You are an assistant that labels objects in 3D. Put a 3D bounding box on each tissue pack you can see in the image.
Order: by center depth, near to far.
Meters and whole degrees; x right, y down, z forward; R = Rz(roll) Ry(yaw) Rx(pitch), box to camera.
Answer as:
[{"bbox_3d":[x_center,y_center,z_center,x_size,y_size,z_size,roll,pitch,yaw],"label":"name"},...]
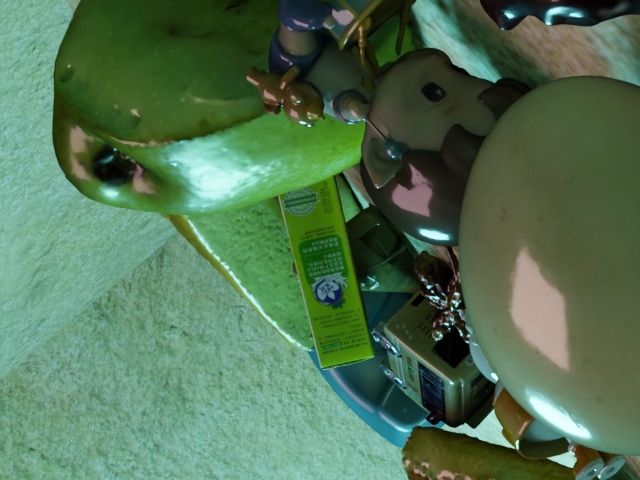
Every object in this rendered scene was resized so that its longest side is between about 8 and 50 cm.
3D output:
[{"bbox_3d":[0.106,0.192,1.845,0.287,0.198,0.206,45,169,16],"label":"tissue pack"}]

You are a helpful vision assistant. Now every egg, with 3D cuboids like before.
[{"bbox_3d":[0.178,0.016,0.679,0.188,0.188,0.254,39,161,54],"label":"egg"}]

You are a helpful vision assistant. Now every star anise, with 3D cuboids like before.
[{"bbox_3d":[0.157,0.047,1.330,0.097,0.070,0.191,-3,119,28],"label":"star anise"}]

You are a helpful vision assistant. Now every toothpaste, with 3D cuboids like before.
[{"bbox_3d":[0.000,0.000,1.488,0.110,0.077,0.328,-101,-2,-70],"label":"toothpaste"}]

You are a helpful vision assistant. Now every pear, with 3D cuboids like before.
[{"bbox_3d":[-0.104,-0.142,1.080,0.342,0.318,0.238,46,167,37],"label":"pear"}]

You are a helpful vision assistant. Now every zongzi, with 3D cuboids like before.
[{"bbox_3d":[0.064,0.054,1.615,0.176,0.160,0.078,51,-162,-23],"label":"zongzi"}]

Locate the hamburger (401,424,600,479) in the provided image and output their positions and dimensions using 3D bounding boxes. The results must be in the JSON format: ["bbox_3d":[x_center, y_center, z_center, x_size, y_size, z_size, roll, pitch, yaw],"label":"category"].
[{"bbox_3d":[0.300,0.434,1.512,0.445,0.268,0.287,32,160,-7],"label":"hamburger"}]

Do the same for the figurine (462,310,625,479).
[{"bbox_3d":[0.234,0.134,1.213,0.143,0.143,0.271,66,-174,-64],"label":"figurine"}]

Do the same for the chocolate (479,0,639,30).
[{"bbox_3d":[0.108,-0.147,0.353,0.206,0.177,0.224,49,171,4],"label":"chocolate"}]

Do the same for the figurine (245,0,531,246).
[{"bbox_3d":[0.085,-0.093,0.852,0.275,0.161,0.158,46,130,-2],"label":"figurine"}]

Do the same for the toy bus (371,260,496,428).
[{"bbox_3d":[0.175,0.152,1.529,0.157,0.139,0.289,42,167,20],"label":"toy bus"}]

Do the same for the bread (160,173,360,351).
[{"bbox_3d":[-0.045,-0.018,1.627,0.362,0.233,0.245,47,171,-9],"label":"bread"}]
